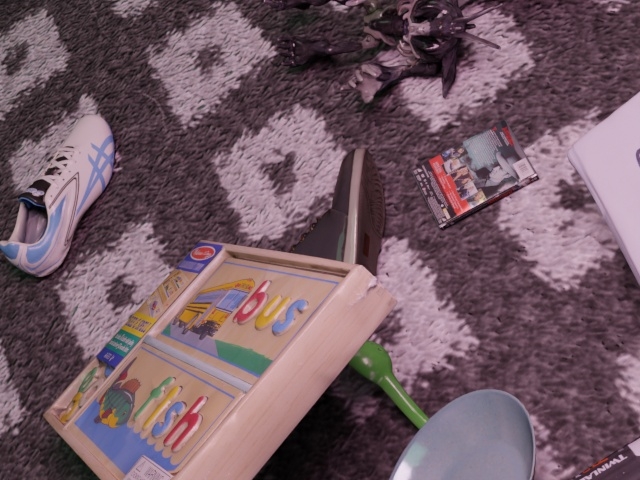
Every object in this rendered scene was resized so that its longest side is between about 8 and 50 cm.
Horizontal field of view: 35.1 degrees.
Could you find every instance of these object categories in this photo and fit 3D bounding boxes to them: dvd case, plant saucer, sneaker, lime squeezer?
[{"bbox_3d":[0.169,-0.073,1.114,0.119,0.013,0.087,-30,54,10],"label":"dvd case"},{"bbox_3d":[0.127,0.225,0.893,0.195,0.037,0.195,-43,24,25],"label":"plant saucer"},{"bbox_3d":[0.000,0.000,1.112,0.118,0.083,0.222,-4,62,25],"label":"sneaker"},{"bbox_3d":[-0.338,-0.069,1.316,0.085,0.086,0.237,6,65,30],"label":"sneaker"},{"bbox_3d":[0.012,0.155,1.050,0.310,0.059,0.110,3,95,26],"label":"lime squeezer"}]

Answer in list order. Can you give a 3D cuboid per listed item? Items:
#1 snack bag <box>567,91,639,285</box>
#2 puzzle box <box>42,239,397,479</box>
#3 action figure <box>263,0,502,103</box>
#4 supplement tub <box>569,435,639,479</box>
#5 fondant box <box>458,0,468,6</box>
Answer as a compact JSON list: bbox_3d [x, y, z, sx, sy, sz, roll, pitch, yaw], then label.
[{"bbox_3d":[0.378,-0.060,0.821,0.342,0.037,0.323,-41,54,33],"label":"snack bag"},{"bbox_3d":[-0.120,0.120,0.976,0.272,0.052,0.409,-49,21,-16],"label":"puzzle box"},{"bbox_3d":[0.063,-0.243,1.174,0.275,0.164,0.141,8,24,34],"label":"action figure"},{"bbox_3d":[0.243,0.241,0.844,0.198,0.106,0.106,-33,54,5],"label":"supplement tub"},{"bbox_3d":[0.232,-0.460,1.170,0.330,0.096,0.238,-66,17,-18],"label":"fondant box"}]
